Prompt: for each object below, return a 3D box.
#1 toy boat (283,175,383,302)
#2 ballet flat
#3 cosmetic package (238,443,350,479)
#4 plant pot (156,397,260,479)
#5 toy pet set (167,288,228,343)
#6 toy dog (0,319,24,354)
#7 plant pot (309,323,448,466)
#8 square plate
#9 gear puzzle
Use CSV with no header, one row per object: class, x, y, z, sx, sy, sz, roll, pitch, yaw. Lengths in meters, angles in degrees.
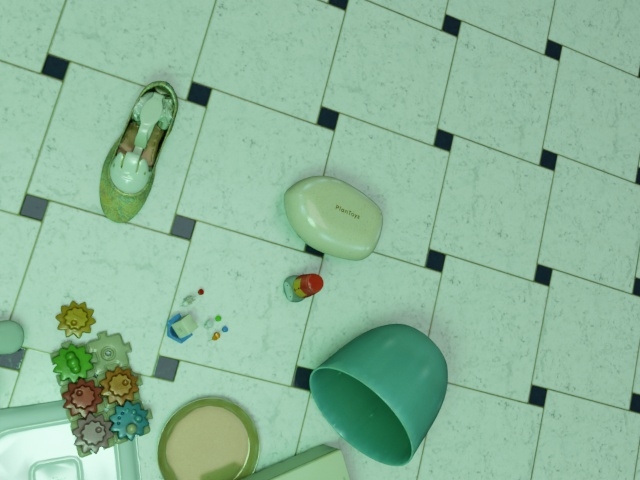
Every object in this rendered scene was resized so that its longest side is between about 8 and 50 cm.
toy boat,0.000,0.000,1.692,0.268,0.148,0.318,29,68,-17
ballet flat,-0.417,-0.212,1.587,0.123,0.123,0.348,22,78,-14
cosmetic package,-0.084,0.598,1.571,0.310,0.113,0.160,-17,89,-26
plant pot,-0.258,0.481,1.599,0.237,0.032,0.236,2,83,-16
toy pet set,-0.298,0.195,1.618,0.122,0.065,0.114,59,37,-6
toy dog,-0.808,0.210,1.420,0.334,0.161,0.220,27,73,-28
plant pot,0.159,0.335,1.625,0.235,0.293,0.293,-41,97,-33
square plate,-0.563,0.518,1.491,0.348,0.049,0.343,-6,85,-18
gear puzzle,-0.489,0.285,1.517,0.176,0.044,0.338,-15,76,-28
